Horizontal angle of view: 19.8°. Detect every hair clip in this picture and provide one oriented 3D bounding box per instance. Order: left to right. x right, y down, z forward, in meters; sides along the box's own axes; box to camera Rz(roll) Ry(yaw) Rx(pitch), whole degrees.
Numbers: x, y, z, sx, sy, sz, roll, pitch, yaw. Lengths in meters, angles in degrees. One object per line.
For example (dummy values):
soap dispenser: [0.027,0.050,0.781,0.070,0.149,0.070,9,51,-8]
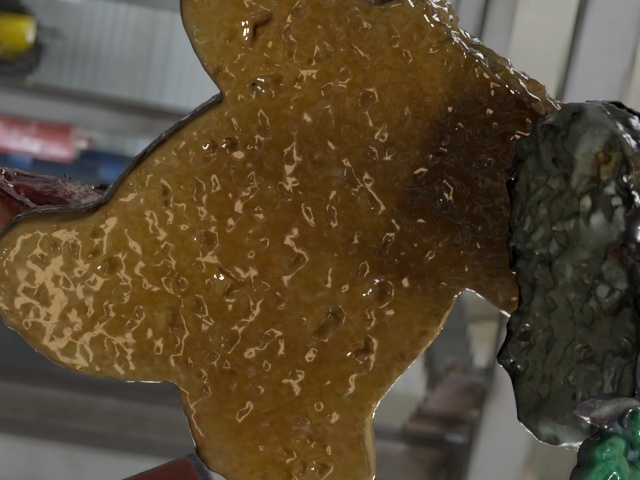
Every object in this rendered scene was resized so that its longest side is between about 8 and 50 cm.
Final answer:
hair clip: [0.191,0.108,0.943,0.052,0.195,0.124,-29,-97,50]

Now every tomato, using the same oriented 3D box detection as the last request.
tomato: [-0.194,0.010,1.462,0.173,0.189,0.099,-122,-131,-74]

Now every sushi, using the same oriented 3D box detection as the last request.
sushi: [0.187,0.022,1.080,0.147,0.115,0.212,-24,-118,54]

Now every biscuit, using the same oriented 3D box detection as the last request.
biscuit: [0.000,0.000,1.277,0.394,0.368,0.076,-50,-170,27]

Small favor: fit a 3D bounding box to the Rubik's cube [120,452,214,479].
Rubik's cube: [-0.138,0.317,1.405,0.205,0.207,0.205,-140,-149,-69]
